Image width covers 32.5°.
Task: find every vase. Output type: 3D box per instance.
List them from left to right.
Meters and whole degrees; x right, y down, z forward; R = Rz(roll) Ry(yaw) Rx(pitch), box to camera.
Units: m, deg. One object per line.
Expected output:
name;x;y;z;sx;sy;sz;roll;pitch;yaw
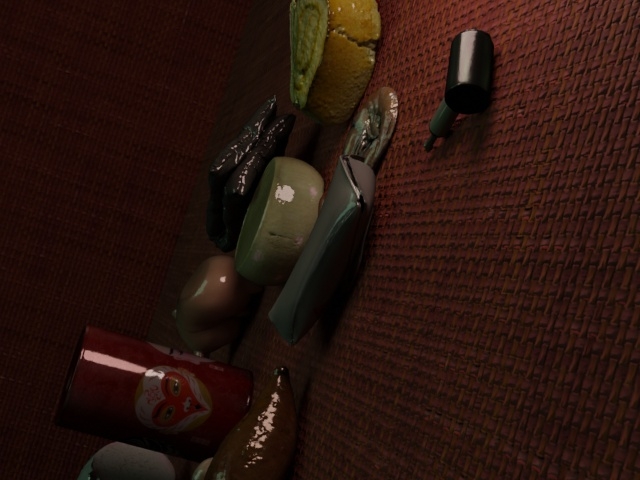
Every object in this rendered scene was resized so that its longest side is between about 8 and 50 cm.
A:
vase;-0.463;0.667;2.453;0.250;0.250;0.445;-96;23;-59

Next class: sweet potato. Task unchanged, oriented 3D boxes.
sweet potato;-0.106;0.342;1.659;0.131;0.131;0.336;129;155;-55

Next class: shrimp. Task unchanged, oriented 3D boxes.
shrimp;0.073;-0.141;1.763;0.126;0.048;0.223;26;97;66

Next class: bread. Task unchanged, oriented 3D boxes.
bread;0.016;-0.342;2.004;0.186;0.124;0.257;-139;53;-61

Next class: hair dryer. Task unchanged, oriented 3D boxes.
hair dryer;0.169;-0.178;1.429;0.197;0.057;0.100;119;165;-56

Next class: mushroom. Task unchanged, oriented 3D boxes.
mushroom;-0.192;0.444;2.013;0.079;0.085;0.085;21;94;33

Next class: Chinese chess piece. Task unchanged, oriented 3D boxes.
Chinese chess piece;-0.081;-0.036;2.086;0.250;0.101;0.250;-161;90;-77

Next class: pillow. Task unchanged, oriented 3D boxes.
pillow;-0.153;-0.128;2.289;0.228;0.101;0.326;-54;-7;-26

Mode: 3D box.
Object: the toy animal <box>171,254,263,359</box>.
toy animal;-0.228;0.142;2.332;0.166;0.154;0.250;-101;28;-47

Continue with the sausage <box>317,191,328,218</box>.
sausage;-0.001;0.000;1.847;0.040;0.047;0.176;-16;54;60

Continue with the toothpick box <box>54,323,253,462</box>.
toothpick box;-0.319;0.300;2.107;0.204;0.333;0.204;-161;90;-76

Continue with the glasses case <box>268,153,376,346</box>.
glasses case;0.017;0.025;1.685;0.128;0.083;0.308;-106;36;-56

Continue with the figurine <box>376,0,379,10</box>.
figurine;0.069;-0.433;2.085;0.083;0.067;0.071;-55;36;3
